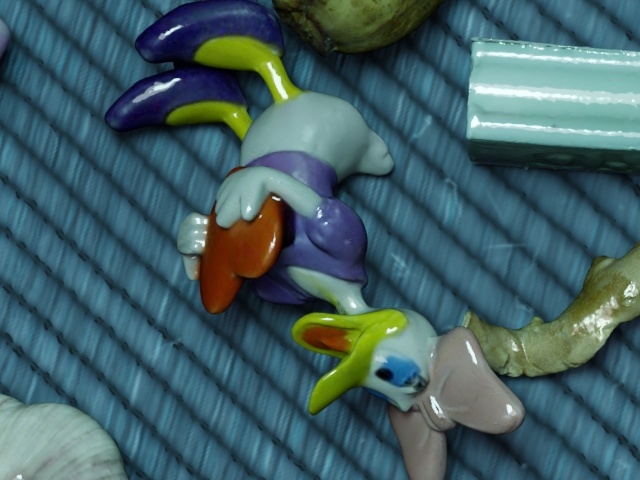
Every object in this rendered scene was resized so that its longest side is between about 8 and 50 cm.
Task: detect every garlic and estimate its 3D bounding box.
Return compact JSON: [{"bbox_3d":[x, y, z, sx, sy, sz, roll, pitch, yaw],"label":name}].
[{"bbox_3d":[-0.262,0.232,1.371,0.245,0.253,0.245,-2,82,15],"label":"garlic"}]

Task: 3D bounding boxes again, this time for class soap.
[{"bbox_3d":[0.242,-0.097,1.400,0.261,0.150,0.094,5,90,6],"label":"soap"}]

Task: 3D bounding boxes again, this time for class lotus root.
[{"bbox_3d":[0.058,-0.252,1.440,0.145,0.128,0.260,42,68,-5],"label":"lotus root"}]

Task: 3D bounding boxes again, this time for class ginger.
[{"bbox_3d":[0.237,0.038,1.429,0.288,0.075,0.089,-22,50,4],"label":"ginger"}]

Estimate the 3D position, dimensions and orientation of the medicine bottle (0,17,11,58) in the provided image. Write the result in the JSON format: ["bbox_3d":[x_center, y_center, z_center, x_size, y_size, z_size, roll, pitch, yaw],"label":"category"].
[{"bbox_3d":[-0.391,-0.089,1.449,0.178,0.178,0.291,30,89,8],"label":"medicine bottle"}]

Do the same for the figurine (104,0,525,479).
[{"bbox_3d":[-0.006,-0.003,1.415,0.193,0.154,0.421,-10,66,-35],"label":"figurine"}]
